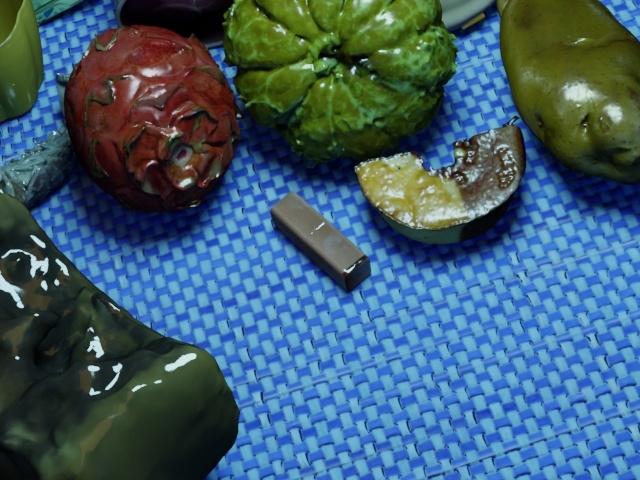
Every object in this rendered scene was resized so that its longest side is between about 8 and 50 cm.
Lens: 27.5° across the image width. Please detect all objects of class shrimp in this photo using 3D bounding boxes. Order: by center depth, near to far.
[{"bbox_3d":[-0.448,-0.065,1.713,0.411,0.166,0.221,-34,27,-28],"label":"shrimp"}]

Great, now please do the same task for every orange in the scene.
[{"bbox_3d":[0.034,-0.251,1.684,0.301,0.300,0.223,39,26,-4],"label":"orange"}]

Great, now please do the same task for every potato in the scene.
[{"bbox_3d":[0.334,-0.212,1.684,0.196,0.176,0.369,-20,50,1],"label":"potato"}]

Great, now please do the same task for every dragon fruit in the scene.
[{"bbox_3d":[-0.215,-0.155,1.684,0.241,0.241,0.252,-39,76,-15],"label":"dragon fruit"}]

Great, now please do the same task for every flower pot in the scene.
[{"bbox_3d":[-0.473,-0.261,1.809,0.195,0.179,0.195,-4,57,6],"label":"flower pot"}]

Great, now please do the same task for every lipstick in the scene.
[{"bbox_3d":[0.000,0.000,1.668,0.045,0.045,0.145,-41,63,-14],"label":"lipstick"}]

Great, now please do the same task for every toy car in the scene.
[{"bbox_3d":[-0.403,-0.365,1.932,0.186,0.058,0.093,-28,57,13],"label":"toy car"}]

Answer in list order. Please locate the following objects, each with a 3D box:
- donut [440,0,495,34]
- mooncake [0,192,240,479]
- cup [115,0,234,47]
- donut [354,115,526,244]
[{"bbox_3d":[0.111,-0.456,1.871,0.383,0.142,0.382,-3,58,5],"label":"donut"},{"bbox_3d":[-0.282,0.150,1.413,0.393,0.394,0.246,46,73,-14],"label":"mooncake"},{"bbox_3d":[-0.166,-0.437,1.798,0.208,0.288,0.273,8,63,-36],"label":"cup"},{"bbox_3d":[0.160,-0.059,1.660,0.217,0.085,0.141,-11,59,2],"label":"donut"}]
